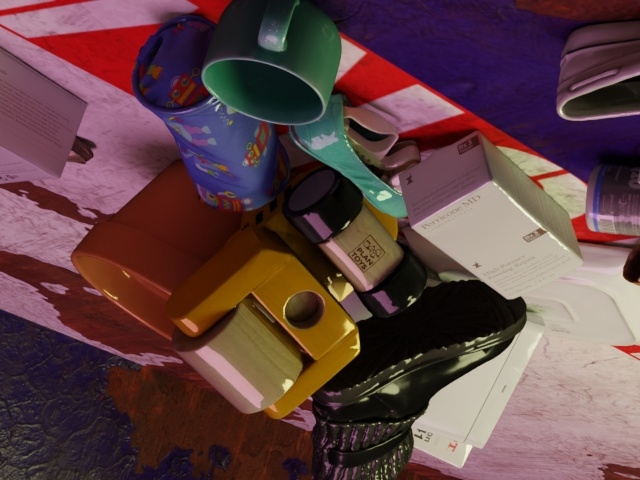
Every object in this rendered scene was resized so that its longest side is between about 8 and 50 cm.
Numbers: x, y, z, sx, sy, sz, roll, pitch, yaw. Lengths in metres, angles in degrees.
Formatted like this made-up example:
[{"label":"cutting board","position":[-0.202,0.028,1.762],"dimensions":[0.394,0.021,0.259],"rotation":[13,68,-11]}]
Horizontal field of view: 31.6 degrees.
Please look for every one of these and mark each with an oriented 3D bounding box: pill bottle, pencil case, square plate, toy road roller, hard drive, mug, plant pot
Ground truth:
[{"label":"pill bottle","position":[0.365,-0.041,1.235],"dimensions":[0.137,0.078,0.078],"rotation":[7,160,26]},{"label":"pencil case","position":[-0.125,-0.137,1.317],"dimensions":[0.133,0.119,0.306],"rotation":[23,165,18]},{"label":"square plate","position":[0.330,0.080,1.672],"dimensions":[0.347,0.049,0.344],"rotation":[7,159,29]},{"label":"toy road roller","position":[-0.044,0.042,1.481],"dimensions":[0.202,0.329,0.240],"rotation":[48,179,-27]},{"label":"hard drive","position":[0.126,0.161,1.694],"dimensions":[0.353,0.233,0.047],"rotation":[19,-157,-8]},{"label":"mug","position":[-0.036,-0.190,1.115],"dimensions":[0.129,0.097,0.157],"rotation":[28,157,-31]},{"label":"plant pot","position":[-0.184,0.019,1.634],"dimensions":[0.290,0.203,0.291],"rotation":[27,162,10]}]

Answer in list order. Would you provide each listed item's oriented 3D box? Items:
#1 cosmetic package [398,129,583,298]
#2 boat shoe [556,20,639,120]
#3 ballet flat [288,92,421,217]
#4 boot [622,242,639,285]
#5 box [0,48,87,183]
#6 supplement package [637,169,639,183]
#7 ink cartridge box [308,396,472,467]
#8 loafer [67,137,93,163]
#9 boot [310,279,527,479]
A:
[{"label":"cosmetic package","position":[0.207,-0.024,1.353],"dimensions":[0.117,0.086,0.231],"rotation":[-31,140,27]},{"label":"boat shoe","position":[0.321,-0.141,0.966],"dimensions":[0.258,0.084,0.095],"rotation":[-2,154,46]},{"label":"ballet flat","position":[0.067,-0.097,1.337],"dimensions":[0.087,0.083,0.247],"rotation":[-20,146,32]},{"label":"boot","position":[0.499,0.035,1.338],"dimensions":[0.220,0.109,0.283],"rotation":[21,169,-1]},{"label":"box","position":[-0.447,-0.166,1.514],"dimensions":[0.181,0.119,0.182],"rotation":[-1,156,43]},{"label":"supplement package","position":[0.399,-0.087,1.024],"dimensions":[0.105,0.105,0.179],"rotation":[27,159,-32]},{"label":"ink cartridge box","position":[0.131,0.195,1.819],"dimensions":[0.306,0.226,0.131],"rotation":[26,-176,-9]},{"label":"loafer","position":[-0.410,-0.133,1.688],"dimensions":[0.148,0.050,0.056],"rotation":[12,162,13]},{"label":"boot","position":[0.133,0.214,1.612],"dimensions":[0.347,0.131,0.260],"rotation":[-19,131,-11]}]
